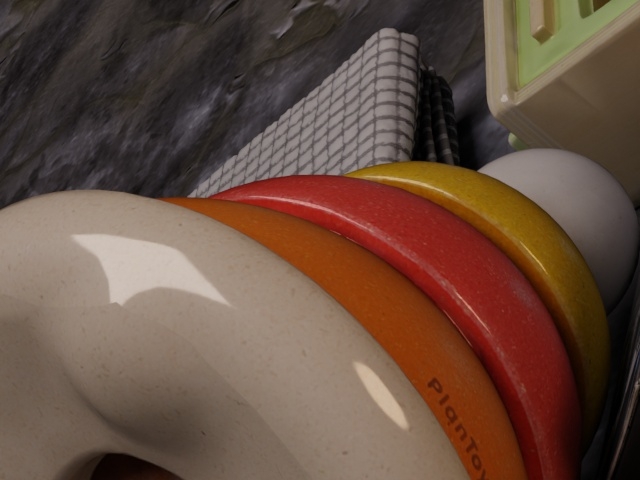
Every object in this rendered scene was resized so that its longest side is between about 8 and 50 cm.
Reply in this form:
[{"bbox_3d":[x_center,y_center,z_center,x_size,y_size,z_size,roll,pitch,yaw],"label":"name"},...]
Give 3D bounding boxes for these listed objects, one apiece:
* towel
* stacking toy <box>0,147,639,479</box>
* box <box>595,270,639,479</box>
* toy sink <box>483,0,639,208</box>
[{"bbox_3d":[0.000,0.000,1.448,0.283,0.121,0.235,-40,28,29],"label":"towel"},{"bbox_3d":[0.043,0.077,1.000,0.350,0.351,0.480,-28,2,41],"label":"stacking toy"},{"bbox_3d":[0.211,0.012,0.990,0.242,0.076,0.307,91,-165,-59],"label":"box"},{"bbox_3d":[0.192,-0.125,1.265,0.234,0.131,0.153,-36,31,32],"label":"toy sink"}]
